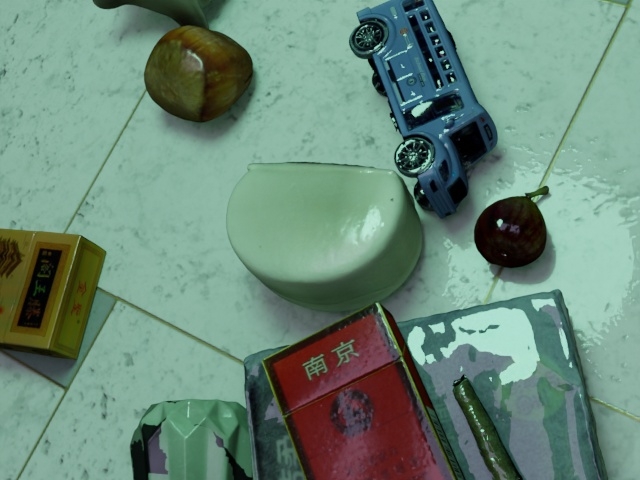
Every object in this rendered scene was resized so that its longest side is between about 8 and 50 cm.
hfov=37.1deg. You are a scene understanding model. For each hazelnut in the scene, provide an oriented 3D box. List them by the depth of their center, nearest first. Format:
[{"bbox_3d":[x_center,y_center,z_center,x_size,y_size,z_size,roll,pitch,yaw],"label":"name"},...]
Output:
[{"bbox_3d":[-0.178,-0.247,1.411,0.150,0.150,0.150,-8,68,19],"label":"hazelnut"}]

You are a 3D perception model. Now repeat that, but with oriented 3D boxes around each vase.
[{"bbox_3d":[-0.152,0.378,1.145,0.165,0.165,0.360,-8,71,19],"label":"vase"}]

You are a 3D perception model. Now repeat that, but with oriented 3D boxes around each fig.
[{"bbox_3d":[0.244,-0.027,1.186,0.089,0.089,0.125,11,50,25],"label":"fig"}]

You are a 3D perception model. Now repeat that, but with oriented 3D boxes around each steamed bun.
[{"bbox_3d":[0.000,0.000,1.225,0.242,0.146,0.164,4,69,23],"label":"steamed bun"}]

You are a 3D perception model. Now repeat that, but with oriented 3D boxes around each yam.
[{"bbox_3d":[0.169,0.202,1.009,0.033,0.027,0.129,-31,63,8],"label":"yam"}]

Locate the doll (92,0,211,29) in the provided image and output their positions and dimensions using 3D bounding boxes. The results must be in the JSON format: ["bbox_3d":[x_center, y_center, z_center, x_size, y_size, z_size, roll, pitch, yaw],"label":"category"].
[{"bbox_3d":[-0.215,-0.529,1.479,0.215,0.226,0.370,16,69,-10],"label":"doll"}]

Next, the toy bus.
[{"bbox_3d":[0.142,-0.181,1.251,0.133,0.125,0.292,-23,62,11],"label":"toy bus"}]

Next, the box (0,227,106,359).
[{"bbox_3d":[-0.472,0.072,1.428,0.274,0.076,0.174,5,73,23],"label":"box"}]

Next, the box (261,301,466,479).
[{"bbox_3d":[0.049,0.206,1.030,0.153,0.074,0.239,-30,63,14],"label":"box"}]

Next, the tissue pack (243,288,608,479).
[{"bbox_3d":[0.117,0.238,1.101,0.394,0.124,0.288,-14,66,16],"label":"tissue pack"}]
